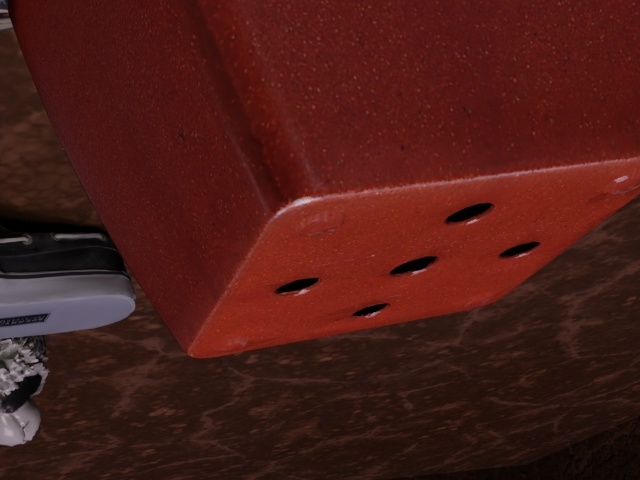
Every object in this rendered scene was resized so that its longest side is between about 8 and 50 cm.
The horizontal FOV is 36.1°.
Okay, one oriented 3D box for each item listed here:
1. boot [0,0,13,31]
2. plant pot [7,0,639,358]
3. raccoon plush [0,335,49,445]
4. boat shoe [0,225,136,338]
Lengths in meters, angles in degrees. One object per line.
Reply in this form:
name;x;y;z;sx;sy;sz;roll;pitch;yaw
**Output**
boot;-0.160;-0.197;0.542;0.236;0.085;0.178;-1;150;-29
plant pot;0.012;-0.092;0.469;0.267;0.235;0.267;-8;159;-23
raccoon plush;-0.443;0.078;0.986;0.216;0.299;0.446;-6;128;24
boat shoe;-0.324;0.029;0.934;0.306;0.105;0.113;-3;151;-36
